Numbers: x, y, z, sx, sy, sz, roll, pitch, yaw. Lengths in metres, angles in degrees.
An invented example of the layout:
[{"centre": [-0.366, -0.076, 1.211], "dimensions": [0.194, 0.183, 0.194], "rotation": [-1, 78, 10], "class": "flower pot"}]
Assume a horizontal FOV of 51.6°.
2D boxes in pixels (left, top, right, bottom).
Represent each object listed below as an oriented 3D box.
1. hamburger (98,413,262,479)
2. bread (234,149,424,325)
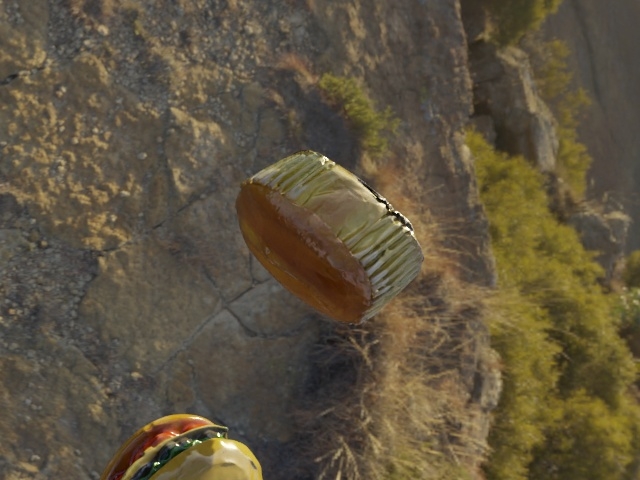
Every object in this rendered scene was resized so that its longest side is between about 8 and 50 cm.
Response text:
[{"centre": [-0.134, 0.248, 0.625], "dimensions": [0.162, 0.115, 0.162], "rotation": [-19, 118, -40], "class": "hamburger"}, {"centre": [0.000, 0.000, 0.685], "dimensions": [0.190, 0.132, 0.114], "rotation": [42, 58, 16], "class": "bread"}]
